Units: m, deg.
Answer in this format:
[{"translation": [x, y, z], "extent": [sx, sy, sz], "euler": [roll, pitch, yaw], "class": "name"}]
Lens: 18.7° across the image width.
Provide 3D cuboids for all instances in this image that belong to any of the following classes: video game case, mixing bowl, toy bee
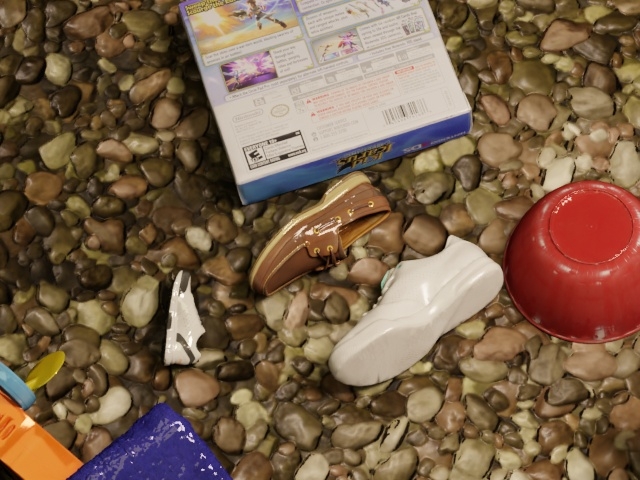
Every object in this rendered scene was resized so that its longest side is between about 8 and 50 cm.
[{"translation": [0.003, -0.191, 2.168], "extent": [0.269, 0.061, 0.244], "euler": [-17, 65, -3], "class": "video game case"}, {"translation": [0.280, 0.005, 2.026], "extent": [0.181, 0.098, 0.181], "euler": [-2, 63, 4], "class": "mixing bowl"}, {"translation": [-0.350, 0.163, 2.000], "extent": [0.195, 0.162, 0.298], "euler": [-27, 89, -16], "class": "toy bee"}]

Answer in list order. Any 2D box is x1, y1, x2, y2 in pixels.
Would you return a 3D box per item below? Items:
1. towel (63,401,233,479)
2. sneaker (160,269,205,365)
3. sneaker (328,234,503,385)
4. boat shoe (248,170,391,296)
[{"translation": [-0.202, 0.334, 1.903], "extent": [0.308, 0.076, 0.228], "euler": [-39, 96, -13], "class": "towel"}, {"translation": [-0.144, 0.084, 2.067], "extent": [0.043, 0.040, 0.109], "euler": [7, 68, -9], "class": "sneaker"}, {"translation": [0.084, 0.070, 2.035], "extent": [0.212, 0.080, 0.094], "euler": [-32, 54, -18], "class": "sneaker"}, {"translation": [0.000, 0.000, 2.074], "extent": [0.178, 0.064, 0.060], "euler": [-41, 65, -16], "class": "boat shoe"}]
